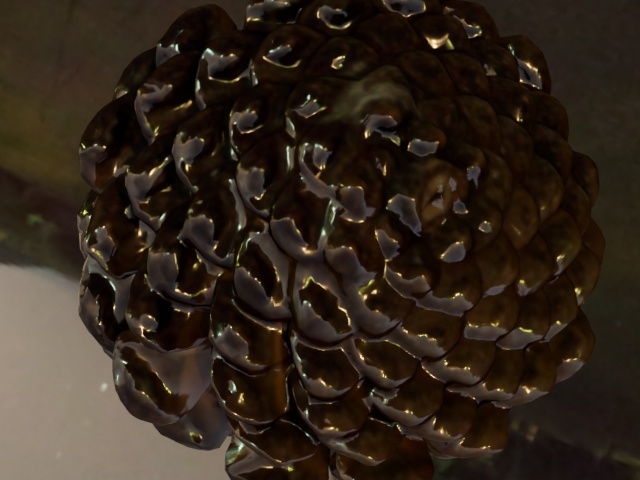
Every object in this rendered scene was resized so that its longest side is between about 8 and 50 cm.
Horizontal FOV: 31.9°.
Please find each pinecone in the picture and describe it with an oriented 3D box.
[{"bbox_3d":[-0.001,0.003,0.549,0.246,0.246,0.292,24,170,-10],"label":"pinecone"}]
